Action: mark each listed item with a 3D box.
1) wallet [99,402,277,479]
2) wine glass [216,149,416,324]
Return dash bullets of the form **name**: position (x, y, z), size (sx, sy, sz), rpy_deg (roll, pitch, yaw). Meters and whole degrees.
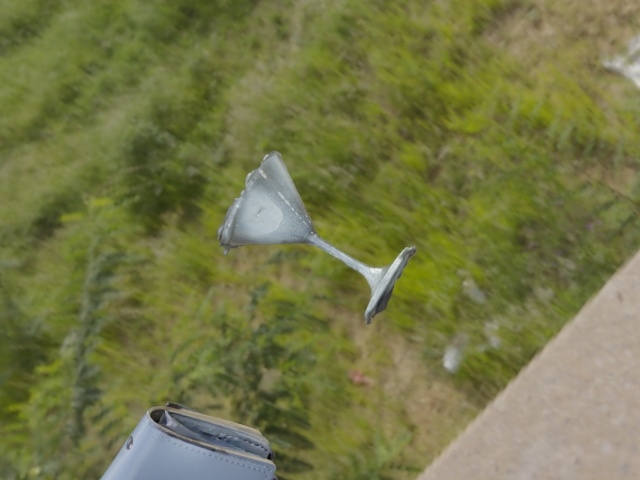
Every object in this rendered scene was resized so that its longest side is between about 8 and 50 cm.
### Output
- **wallet**: position (-0.156, 0.264, 1.171), size (0.231, 0.170, 0.069), rpy_deg (-54, 32, 16)
- **wine glass**: position (0.000, 0.000, 1.262), size (0.183, 0.122, 0.122), rpy_deg (30, 89, 8)
